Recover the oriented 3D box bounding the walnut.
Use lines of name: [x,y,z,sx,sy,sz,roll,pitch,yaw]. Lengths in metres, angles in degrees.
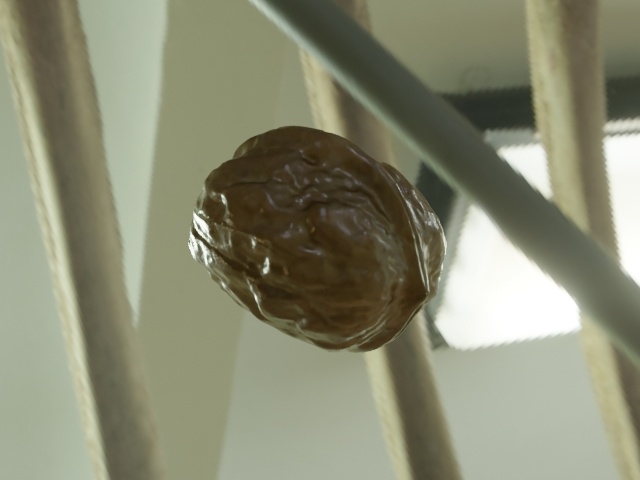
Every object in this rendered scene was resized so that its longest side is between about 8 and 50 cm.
walnut: [0.000,0.000,0.562,0.079,0.096,0.082,-26,-44,-50]
